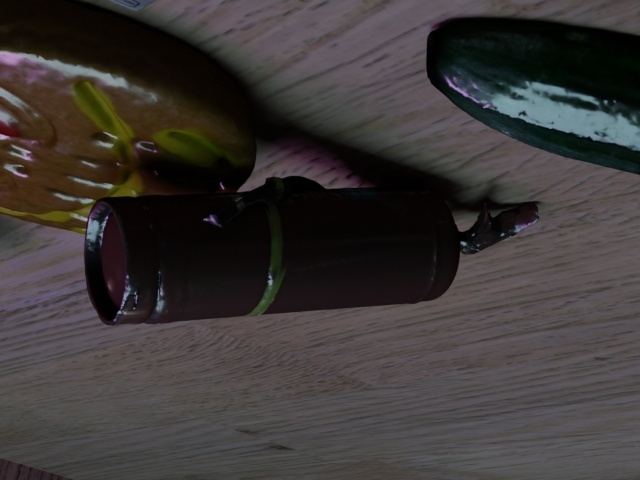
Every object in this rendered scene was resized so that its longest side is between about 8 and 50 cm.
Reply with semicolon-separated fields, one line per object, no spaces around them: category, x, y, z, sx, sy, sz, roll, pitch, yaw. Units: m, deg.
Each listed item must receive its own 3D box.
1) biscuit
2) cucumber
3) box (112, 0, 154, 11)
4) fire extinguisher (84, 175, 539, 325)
biscuit;-0.233;-0.086;1.268;0.350;0.070;0.394;16;162;-11
cucumber;0.182;-0.080;1.030;0.244;0.063;0.115;13;162;3
box;-0.163;-0.194;0.949;0.177;0.036;0.115;21;160;-23
fire extinguisher;0.000;0.000;1.245;0.341;0.105;0.141;-4;169;-26
